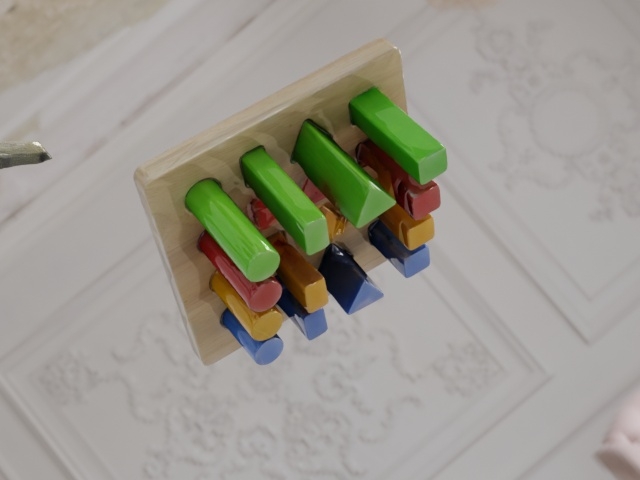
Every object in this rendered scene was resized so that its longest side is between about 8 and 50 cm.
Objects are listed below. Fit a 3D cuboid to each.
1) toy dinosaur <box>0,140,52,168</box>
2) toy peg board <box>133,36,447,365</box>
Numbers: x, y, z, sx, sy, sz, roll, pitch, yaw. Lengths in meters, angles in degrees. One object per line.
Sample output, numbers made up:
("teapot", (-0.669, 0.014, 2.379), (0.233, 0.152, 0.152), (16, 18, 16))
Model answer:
("toy dinosaur", (-0.257, -0.005, 0.666), (0.064, 0.118, 0.268), (9, 46, 44))
("toy peg board", (0.000, 0.000, 0.759), (0.161, 0.079, 0.161), (-30, -40, -16))
